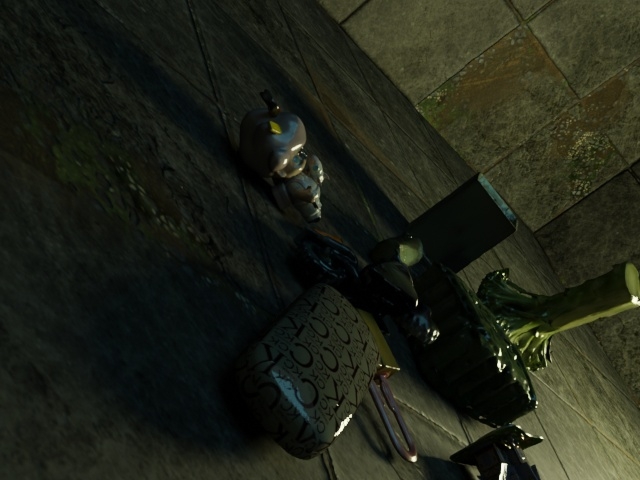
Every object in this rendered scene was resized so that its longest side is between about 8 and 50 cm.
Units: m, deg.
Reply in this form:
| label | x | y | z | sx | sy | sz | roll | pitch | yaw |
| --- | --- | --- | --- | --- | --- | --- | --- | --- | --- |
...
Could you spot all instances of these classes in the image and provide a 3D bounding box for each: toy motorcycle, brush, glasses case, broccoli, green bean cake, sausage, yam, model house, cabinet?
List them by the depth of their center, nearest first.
| label | x | y | z | sx | sy | sz | roll | pitch | yaw |
| --- | --- | --- | --- | --- | --- | --- | --- | --- | --- |
| glasses case | -0.006 | 0.139 | 1.105 | 0.137 | 0.085 | 0.355 | 51 | 16 | 0 |
| brush | 0.079 | 0.196 | 1.297 | 0.103 | 0.047 | 0.233 | 27 | 31 | -55 |
| model house | 0.283 | 0.349 | 1.427 | 0.167 | 0.117 | 0.088 | 35 | 28 | -55 |
| toy motorcycle | 0.069 | 0.061 | 1.451 | 0.270 | 0.106 | 0.159 | 33 | 19 | -23 |
| sausage | 0.000 | 0.000 | 1.513 | 0.107 | 0.031 | 0.031 | 19 | 37 | -61 |
| green bean cake | 0.264 | 0.190 | 1.685 | 0.255 | 0.132 | 0.241 | 42 | 16 | -32 |
| yam | 0.150 | 0.023 | 1.812 | 0.068 | 0.068 | 0.169 | 55 | 16 | 7 |
| broccoli | 0.479 | 0.142 | 1.985 | 0.252 | 0.361 | 0.221 | 29 | 42 | -16 |
| cabinet | 0.318 | -0.032 | 2.138 | 0.145 | 0.206 | 0.150 | 53 | 16 | -1 |

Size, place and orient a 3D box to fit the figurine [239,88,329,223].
| label | x | y | z | sx | sy | sz | roll | pitch | yaw |
| --- | --- | --- | --- | --- | --- | --- | --- | --- | --- |
| figurine | -0.061 | -0.128 | 1.487 | 0.229 | 0.112 | 0.137 | 60 | 20 | -24 |
